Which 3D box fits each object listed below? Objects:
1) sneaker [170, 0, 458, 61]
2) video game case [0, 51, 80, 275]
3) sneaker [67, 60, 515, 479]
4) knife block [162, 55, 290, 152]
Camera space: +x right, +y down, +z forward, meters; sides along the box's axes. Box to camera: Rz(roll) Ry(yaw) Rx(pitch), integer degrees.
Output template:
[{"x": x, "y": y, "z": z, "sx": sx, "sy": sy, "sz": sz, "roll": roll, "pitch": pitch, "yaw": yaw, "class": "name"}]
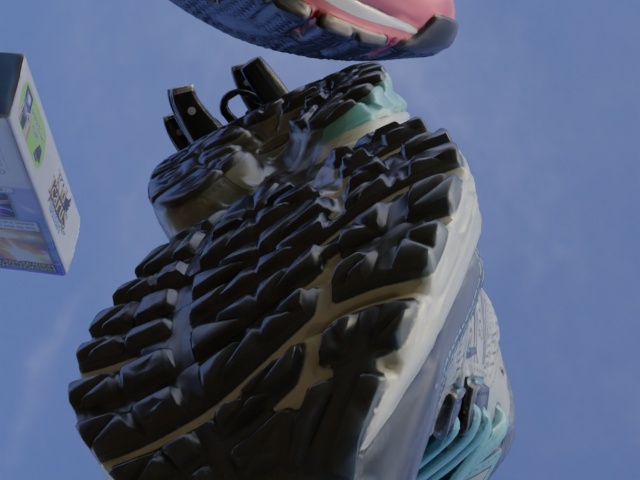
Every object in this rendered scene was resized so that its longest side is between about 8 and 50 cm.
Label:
[{"x": -0.058, "y": -0.187, "z": 0.914, "sx": 0.136, "sy": 0.314, "sz": 0.116, "roll": -67, "pitch": -163, "yaw": -5, "class": "sneaker"}, {"x": -0.337, "y": -0.068, "z": 1.480, "sx": 0.269, "sy": 0.244, "sz": 0.061, "roll": 7, "pitch": -118, "yaw": 7, "class": "video game case"}, {"x": 0.016, "y": 0.034, "z": 0.541, "sx": 0.110, "sy": 0.283, "sz": 0.122, "roll": -28, "pitch": -76, "yaw": 11, "class": "sneaker"}, {"x": 0.000, "y": 0.000, "z": 1.346, "sx": 0.088, "sy": 0.242, "sz": 0.276, "roll": -37, "pitch": -127, "yaw": -5, "class": "knife block"}]
